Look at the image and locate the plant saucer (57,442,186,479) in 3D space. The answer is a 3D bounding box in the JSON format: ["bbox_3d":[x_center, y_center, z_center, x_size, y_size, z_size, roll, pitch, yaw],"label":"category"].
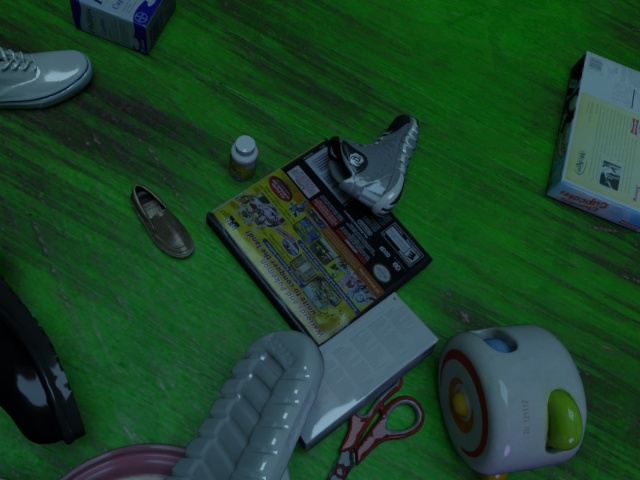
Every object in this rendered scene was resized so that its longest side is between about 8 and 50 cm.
[{"bbox_3d":[-0.214,0.411,0.719,0.332,0.084,0.332,4,66,-10],"label":"plant saucer"}]

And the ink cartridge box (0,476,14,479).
[{"bbox_3d":[-0.417,0.382,0.647,0.296,0.066,0.261,5,63,15],"label":"ink cartridge box"}]

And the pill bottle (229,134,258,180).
[{"bbox_3d":[-0.122,-0.132,0.970,0.043,0.083,0.043,4,66,-9],"label":"pill bottle"}]

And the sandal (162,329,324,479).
[{"bbox_3d":[-0.101,0.298,0.682,0.102,0.169,0.416,47,66,-36],"label":"sandal"}]

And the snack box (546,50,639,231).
[{"bbox_3d":[0.547,-0.192,1.140,0.187,0.060,0.322,22,65,-1],"label":"snack box"}]

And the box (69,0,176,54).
[{"bbox_3d":[-0.339,-0.413,1.054,0.137,0.072,0.126,20,64,-2],"label":"box"}]

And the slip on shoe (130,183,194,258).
[{"bbox_3d":[-0.242,-0.031,0.926,0.051,0.041,0.135,-32,76,-22],"label":"slip on shoe"}]

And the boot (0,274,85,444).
[{"bbox_3d":[-0.476,0.169,0.741,0.260,0.131,0.348,-34,66,-29],"label":"boot"}]

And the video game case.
[{"bbox_3d":[0.000,0.000,0.965,0.248,0.035,0.275,-36,79,-23],"label":"video game case"}]

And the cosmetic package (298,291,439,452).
[{"bbox_3d":[0.045,0.183,0.866,0.239,0.060,0.099,-33,66,-19],"label":"cosmetic package"}]

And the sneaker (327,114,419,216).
[{"bbox_3d":[0.081,-0.153,0.992,0.132,0.086,0.229,26,48,-9],"label":"sneaker"}]

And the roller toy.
[{"bbox_3d":[0.248,0.217,0.836,0.146,0.209,0.191,-5,55,-12],"label":"roller toy"}]

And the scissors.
[{"bbox_3d":[0.029,0.302,0.852,0.297,0.021,0.109,-40,80,-22],"label":"scissors"}]

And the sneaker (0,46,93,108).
[{"bbox_3d":[-0.490,-0.259,0.947,0.258,0.091,0.094,-18,72,-18],"label":"sneaker"}]
